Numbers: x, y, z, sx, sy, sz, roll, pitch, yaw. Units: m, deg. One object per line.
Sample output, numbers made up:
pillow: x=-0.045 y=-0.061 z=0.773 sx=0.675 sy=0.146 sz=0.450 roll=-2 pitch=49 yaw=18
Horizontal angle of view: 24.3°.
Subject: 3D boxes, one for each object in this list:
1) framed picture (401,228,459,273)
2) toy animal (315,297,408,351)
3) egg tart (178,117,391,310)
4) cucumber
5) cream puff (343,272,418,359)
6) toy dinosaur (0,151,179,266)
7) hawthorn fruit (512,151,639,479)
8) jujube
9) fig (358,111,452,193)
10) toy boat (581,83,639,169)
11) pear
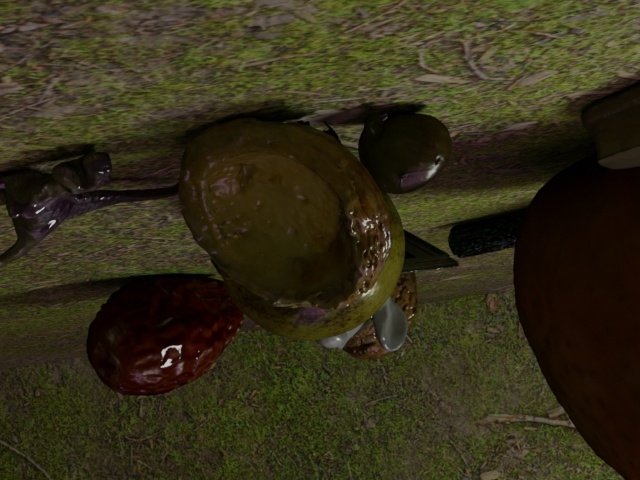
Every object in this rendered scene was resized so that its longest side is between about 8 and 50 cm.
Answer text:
framed picture: x=0.000 y=0.000 z=1.770 sx=0.231 sy=0.018 sz=0.293 roll=-6 pitch=-165 yaw=-21
toy animal: x=0.036 y=0.080 z=2.216 sx=0.127 sy=0.178 sz=0.193 roll=-9 pitch=171 yaw=27
egg tart: x=-0.027 y=-0.031 z=1.356 sx=0.213 sy=0.212 sz=0.090 roll=-13 pitch=-156 yaw=34
cucumber: x=0.283 y=-0.014 z=2.242 sx=0.187 sy=0.058 sz=0.058 roll=-13 pitch=172 yaw=28
cream puff: x=0.043 y=0.092 z=2.383 sx=0.169 sy=0.183 sz=0.183 roll=17 pitch=159 yaw=-35
toy dinosaur: x=-0.250 y=-0.032 z=1.448 sx=0.200 sy=0.072 sz=0.251 roll=-19 pitch=162 yaw=5
hawthorn fruit: x=0.464 y=0.083 z=1.734 sx=0.472 sy=0.471 sz=0.472 roll=-8 pitch=173 yaw=-1
jujube: x=-0.248 y=0.145 z=2.411 sx=0.197 sy=0.197 sz=0.290 roll=-14 pitch=-174 yaw=40
fig: x=0.068 y=-0.089 z=1.378 sx=0.098 sy=0.082 sz=0.084 roll=36 pitch=170 yaw=-28
toy boat: x=0.330 y=-0.114 z=1.470 sx=0.116 sy=0.061 sz=0.188 roll=-5 pitch=173 yaw=-24
pear: x=-0.012 y=0.010 z=1.510 sx=0.197 sy=0.197 sz=0.197 roll=-8 pitch=173 yaw=-1
